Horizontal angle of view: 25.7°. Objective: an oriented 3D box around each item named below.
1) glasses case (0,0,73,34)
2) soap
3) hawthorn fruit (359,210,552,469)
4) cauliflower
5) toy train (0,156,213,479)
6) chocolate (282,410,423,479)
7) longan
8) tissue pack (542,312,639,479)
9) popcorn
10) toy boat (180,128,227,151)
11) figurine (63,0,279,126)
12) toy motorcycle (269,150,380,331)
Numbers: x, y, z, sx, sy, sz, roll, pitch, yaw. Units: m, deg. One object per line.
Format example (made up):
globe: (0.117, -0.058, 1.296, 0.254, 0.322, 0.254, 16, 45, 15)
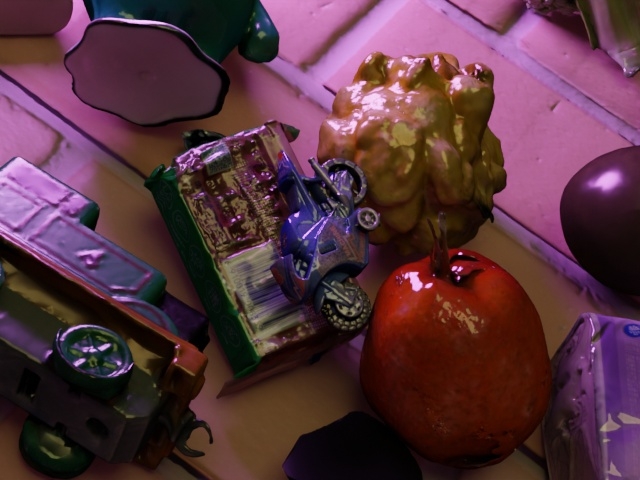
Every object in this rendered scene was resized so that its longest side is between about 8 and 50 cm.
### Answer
glasses case: (-0.406, -0.294, 1.732, 0.196, 0.083, 0.050, -3, 57, -23)
soap: (-0.072, 0.014, 1.582, 0.218, 0.098, 0.273, -20, 76, -29)
hawthorn fruit: (0.142, 0.101, 1.513, 0.211, 0.299, 0.211, -5, 35, 3)
cauliflower: (0.422, -0.368, 2.037, 0.256, 0.239, 0.315, -15, 95, -14)
toy train: (-0.277, 0.074, 1.459, 0.429, 0.178, 0.249, 31, 41, 5)
chocolate: (0.027, 0.251, 1.491, 0.148, 0.080, 0.125, 4, 42, -8)
longan: (0.412, -0.026, 1.758, 0.220, 0.196, 0.196, -6, 57, -17)
tissue pack: (0.429, 0.239, 1.589, 0.338, 0.160, 0.242, 12, 51, -10)
popcorn: (0.114, -0.109, 1.694, 0.215, 0.252, 0.286, -5, 12, 26)
toy boat: (-0.112, -0.087, 1.697, 0.137, 0.060, 0.061, 44, 28, 9)
figurine: (-0.191, -0.326, 1.740, 0.323, 0.231, 0.340, 20, 51, -22)
toy motorcycle: (0.000, 0.000, 1.522, 0.114, 0.076, 0.205, 6, 66, -16)
